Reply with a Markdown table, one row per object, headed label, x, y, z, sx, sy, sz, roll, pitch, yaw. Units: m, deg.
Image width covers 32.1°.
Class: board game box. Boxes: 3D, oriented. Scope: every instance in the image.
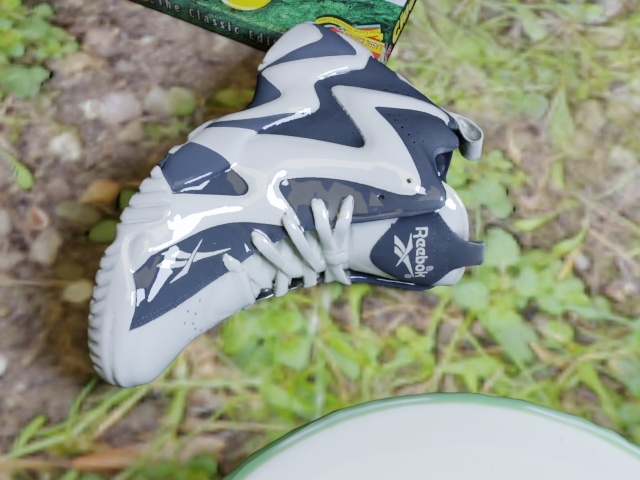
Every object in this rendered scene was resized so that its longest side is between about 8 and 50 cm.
| label | x | y | z | sx | sy | sz | roll | pitch | yaw |
| --- | --- | --- | --- | --- | --- | --- | --- | --- | --- |
| board game box | -0.061 | -0.196 | 0.699 | 0.259 | 0.030 | 0.136 | 21 | 68 | 7 |

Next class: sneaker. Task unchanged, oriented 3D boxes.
| label | x | y | z | sx | sy | sz | roll | pitch | yaw |
| --- | --- | --- | --- | --- | --- | --- | --- | --- | --- |
| sneaker | 0.000 | 0.000 | 0.570 | 0.153 | 0.094 | 0.235 | 26 | 56 | 19 |

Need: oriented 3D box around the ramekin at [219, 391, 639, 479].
| label | x | y | z | sx | sy | sz | roll | pitch | yaw |
| --- | --- | --- | --- | --- | --- | --- | --- | --- | --- |
| ramekin | 0.051 | 0.208 | 0.443 | 0.303 | 0.148 | 0.303 | 1 | 64 | -2 |
